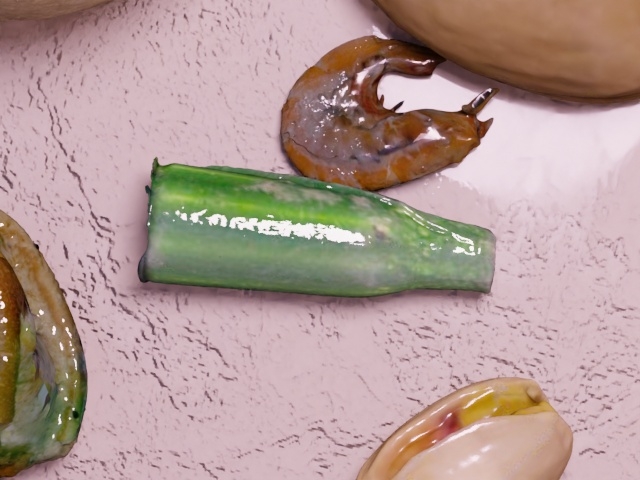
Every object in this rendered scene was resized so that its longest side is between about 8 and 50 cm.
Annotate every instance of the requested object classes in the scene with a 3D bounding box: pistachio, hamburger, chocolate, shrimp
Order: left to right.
[{"bbox_3d":[-0.292,0.081,1.440,0.192,0.167,0.288,-4,88,3],"label":"hamburger"},{"bbox_3d":[0.000,0.000,1.469,0.291,0.110,0.110,7,89,0],"label":"chocolate"},{"bbox_3d":[0.057,-0.110,1.488,0.187,0.051,0.132,-8,89,5],"label":"shrimp"},{"bbox_3d":[0.114,0.197,1.455,0.200,0.117,0.145,-40,126,-6],"label":"pistachio"},{"bbox_3d":[0.171,-0.205,1.435,0.293,0.181,0.162,19,49,-1],"label":"pistachio"}]

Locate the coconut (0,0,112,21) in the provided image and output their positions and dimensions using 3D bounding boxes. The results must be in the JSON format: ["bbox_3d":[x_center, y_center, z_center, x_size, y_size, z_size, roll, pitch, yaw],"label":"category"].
[{"bbox_3d":[-0.225,-0.369,1.358,0.415,0.415,0.345,-33,127,1],"label":"coconut"}]
